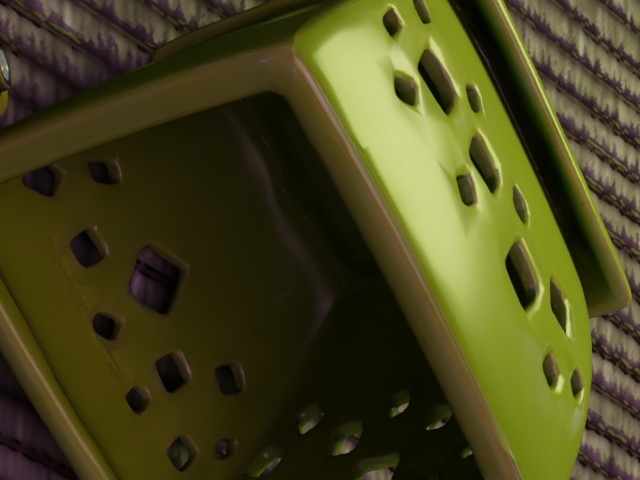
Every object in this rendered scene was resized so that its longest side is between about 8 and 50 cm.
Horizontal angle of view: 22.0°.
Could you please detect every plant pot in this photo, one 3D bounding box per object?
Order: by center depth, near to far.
[{"bbox_3d":[0.000,0.000,0.745,0.207,0.227,0.228,-45,114,-50],"label":"plant pot"}]

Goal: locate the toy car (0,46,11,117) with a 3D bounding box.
[{"bbox_3d":[-0.170,-0.103,0.638,0.239,0.225,0.053,14,54,-48],"label":"toy car"}]
